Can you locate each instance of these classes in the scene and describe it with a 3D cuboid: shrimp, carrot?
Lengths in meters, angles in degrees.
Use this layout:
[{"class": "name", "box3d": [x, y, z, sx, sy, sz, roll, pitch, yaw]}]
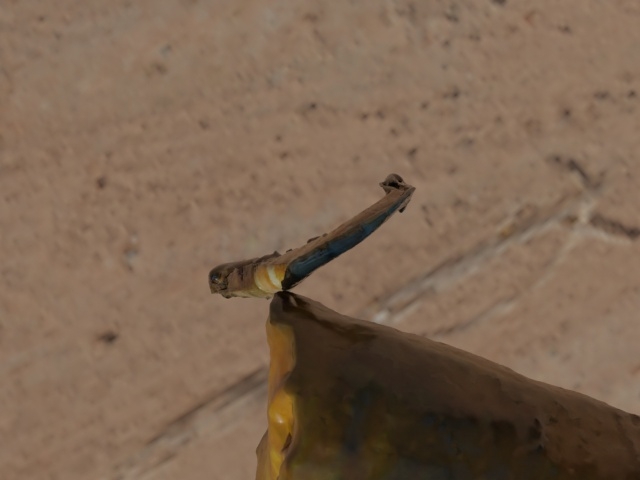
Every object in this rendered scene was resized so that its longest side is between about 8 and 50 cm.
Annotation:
[{"class": "shrimp", "box3d": [-0.002, -0.003, 1.375, 0.148, 0.035, 0.195, -39, -169, -29]}, {"class": "carrot", "box3d": [0.088, 0.194, 1.296, 0.340, 0.241, 0.241, 22, 125, 0]}]
